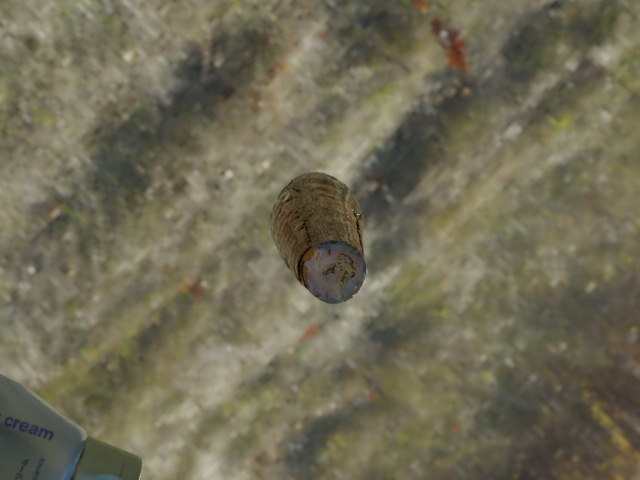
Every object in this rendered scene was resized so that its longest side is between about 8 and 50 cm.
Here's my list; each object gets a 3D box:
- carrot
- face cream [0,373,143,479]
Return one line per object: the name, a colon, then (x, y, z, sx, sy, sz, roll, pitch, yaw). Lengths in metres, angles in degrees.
carrot: (0.000, 0.000, 0.876, 0.055, 0.055, 0.161, -49, -170, 9)
face cream: (-0.236, 0.141, 1.074, 0.070, 0.224, 0.114, 148, -37, -71)
